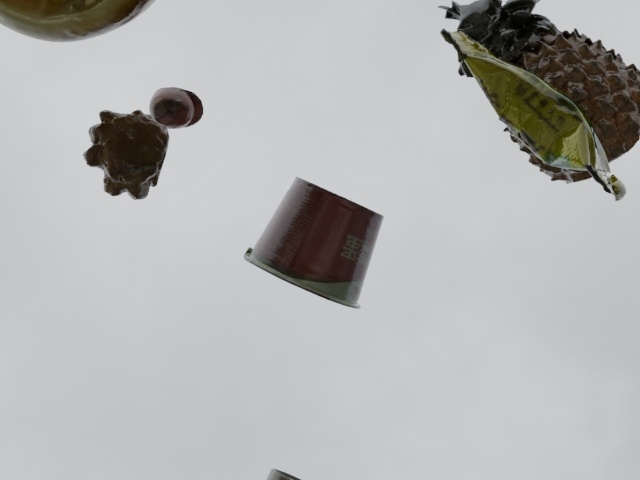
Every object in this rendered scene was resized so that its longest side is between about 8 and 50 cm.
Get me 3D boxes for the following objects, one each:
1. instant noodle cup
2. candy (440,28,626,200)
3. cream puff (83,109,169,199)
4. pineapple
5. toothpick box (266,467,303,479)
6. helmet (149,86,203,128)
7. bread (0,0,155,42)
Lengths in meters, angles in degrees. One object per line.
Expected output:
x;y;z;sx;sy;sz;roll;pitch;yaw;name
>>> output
0.000;0.000;1.686;0.234;0.235;0.179;24;-87;-12;instant noodle cup
0.284;-0.165;1.194;0.081;0.187;0.297;-45;-108;21;candy
-0.253;-0.114;1.213;0.122;0.116;0.094;57;-24;-4;cream puff
0.338;-0.270;1.439;0.357;0.223;0.223;46;-59;-2;pineapple
-0.073;0.495;1.579;0.111;0.181;0.111;24;-10;4;toothpick box
-0.224;-0.198;1.410;0.083;0.049;0.065;5;-68;3;helmet
-0.312;-0.444;1.125;0.328;0.245;0.424;25;-40;-25;bread
